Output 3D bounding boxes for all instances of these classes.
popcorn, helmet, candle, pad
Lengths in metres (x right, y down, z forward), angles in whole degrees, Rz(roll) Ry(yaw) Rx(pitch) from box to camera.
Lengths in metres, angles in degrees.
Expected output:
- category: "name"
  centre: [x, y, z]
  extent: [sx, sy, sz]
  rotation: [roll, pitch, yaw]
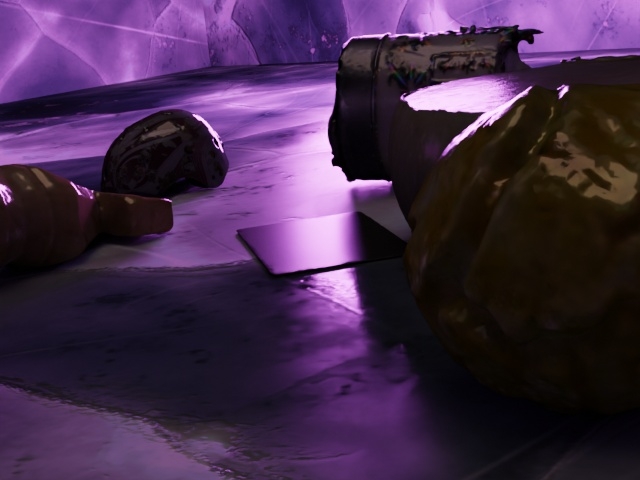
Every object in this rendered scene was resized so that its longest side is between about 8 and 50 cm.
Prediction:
- category: "popcorn"
  centre: [0.158, 0.004, 0.638]
  extent: [0.221, 0.183, 0.204]
  rotation: [6, 48, 33]
- category: "helmet"
  centre: [-0.216, -0.123, 1.488]
  extent: [0.177, 0.107, 0.153]
  rotation: [-9, 16, -13]
- category: "candle"
  centre: [0.176, -0.165, 1.319]
  extent: [0.330, 0.187, 0.187]
  rotation: [0, 14, 16]
- category: "pad"
  centre: [0.000, 0.000, 1.092]
  extent: [0.143, 0.003, 0.211]
  rotation: [-9, 13, -11]

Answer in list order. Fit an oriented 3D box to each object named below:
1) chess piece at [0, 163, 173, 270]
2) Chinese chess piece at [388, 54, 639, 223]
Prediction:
- category: "chess piece"
  centre: [-0.291, -0.026, 1.136]
  extent: [0.137, 0.137, 0.301]
  rotation: [3, 5, 34]
- category: "Chinese chess piece"
  centre: [0.238, -0.081, 1.018]
  extent: [0.349, 0.146, 0.349]
  rotation: [-6, 14, 2]
